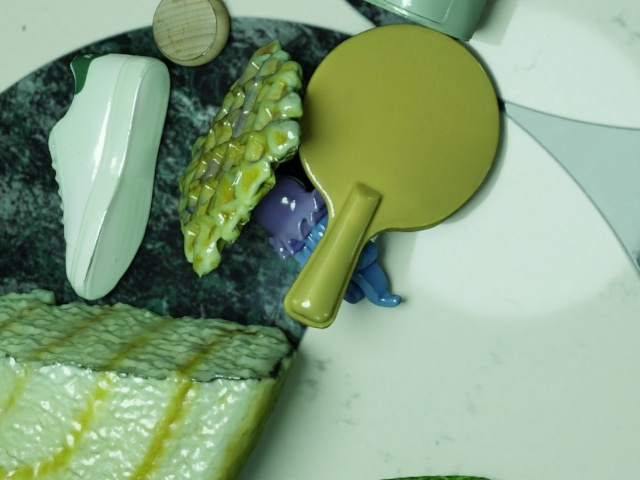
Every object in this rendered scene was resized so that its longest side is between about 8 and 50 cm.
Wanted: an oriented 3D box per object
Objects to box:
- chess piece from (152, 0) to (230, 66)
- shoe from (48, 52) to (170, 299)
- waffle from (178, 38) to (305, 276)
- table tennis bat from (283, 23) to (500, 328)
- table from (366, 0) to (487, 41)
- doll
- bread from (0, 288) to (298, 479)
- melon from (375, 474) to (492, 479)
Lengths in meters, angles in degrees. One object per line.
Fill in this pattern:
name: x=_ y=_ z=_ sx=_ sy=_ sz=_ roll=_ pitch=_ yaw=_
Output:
chess piece: x=-0.136 y=-0.225 z=1.765 sx=0.084 sy=0.038 sz=0.083 roll=2 pitch=94 yaw=22
shoe: x=-0.240 y=-0.075 z=1.790 sx=0.110 sy=0.095 sz=0.265 roll=19 pitch=95 yaw=23
waffle: x=-0.084 y=-0.092 z=1.680 sx=0.054 sy=0.204 sz=0.223 roll=27 pitch=117 yaw=-19
table tennis bat: x=0.053 y=-0.062 z=1.649 sx=0.198 sy=0.050 sz=0.321 roll=27 pitch=84 yaw=-6
table: x=0.130 y=-0.315 z=1.617 sx=0.126 sy=0.126 sz=0.220 roll=27 pitch=102 yaw=16
doll: x=0.000 y=0.000 z=1.713 sx=0.206 sy=0.067 sz=0.110 roll=43 pitch=138 yaw=1
bread: x=-0.221 y=0.213 z=1.729 sx=0.395 sy=0.239 sz=0.264 roll=7 pitch=101 yaw=18
melon: x=0.044 y=0.394 z=1.586 sx=0.331 sy=0.343 sz=0.226 roll=-12 pitch=107 yaw=6
